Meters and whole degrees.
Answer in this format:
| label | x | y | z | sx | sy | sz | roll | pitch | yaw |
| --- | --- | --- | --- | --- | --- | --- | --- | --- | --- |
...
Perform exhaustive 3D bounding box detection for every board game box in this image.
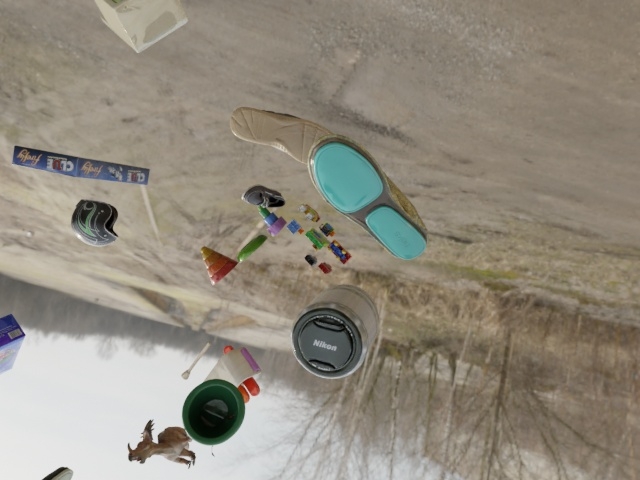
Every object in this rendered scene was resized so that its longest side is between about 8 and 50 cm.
| label | x | y | z | sx | sy | sz | roll | pitch | yaw |
| --- | --- | --- | --- | --- | --- | --- | --- | --- | --- |
| board game box | -0.981 | 0.345 | 1.432 | 0.347 | 0.078 | 0.233 | -28 | 166 | -49 |
| board game box | -0.524 | -0.164 | 1.221 | 0.165 | 0.042 | 0.243 | 11 | -175 | 17 |

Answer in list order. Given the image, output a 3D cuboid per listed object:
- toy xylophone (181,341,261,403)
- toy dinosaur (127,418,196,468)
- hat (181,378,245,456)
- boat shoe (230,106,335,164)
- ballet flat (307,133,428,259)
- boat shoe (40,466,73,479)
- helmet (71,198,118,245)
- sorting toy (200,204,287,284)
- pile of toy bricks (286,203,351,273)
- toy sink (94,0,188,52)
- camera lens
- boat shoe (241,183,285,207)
| label | x | y | z | sx | sy | sz | roll | pitch | yaw |
| --- | --- | --- | --- | --- | --- | --- | --- | --- | --- |
| toy xylophone | -0.345 | 0.481 | 1.851 | 0.323 | 0.236 | 0.081 | -45 | 153 | 23 |
| toy dinosaur | -0.508 | 0.671 | 1.833 | 0.200 | 0.127 | 0.296 | 15 | 167 | 4 |
| hat | -0.305 | 0.507 | 1.605 | 0.173 | 0.208 | 0.183 | 47 | 172 | 11 |
| boat shoe | -0.072 | -0.256 | 1.319 | 0.285 | 0.103 | 0.092 | 16 | -158 | -2 |
| ballet flat | 0.087 | -0.091 | 1.029 | 0.123 | 0.123 | 0.348 | 0 | 147 | 45 |
| boat shoe | -0.981 | 0.859 | 1.796 | 0.113 | 0.340 | 0.127 | 38 | 164 | 25 |
| helmet | -0.822 | -0.061 | 2.002 | 0.169 | 0.162 | 0.169 | 10 | 177 | 1 |
| sorting toy | -0.279 | 0.003 | 1.836 | 0.365 | 0.127 | 0.126 | -38 | 99 | 26 |
| pile of toy bricks | 0.000 | 0.000 | 1.587 | 0.212 | 0.118 | 0.105 | 47 | -165 | 14 |
| toy sink | -0.461 | -0.592 | 1.336 | 0.234 | 0.153 | 0.131 | 44 | 165 | 34 |
| camera lens | 0.049 | 0.255 | 1.588 | 0.219 | 0.219 | 0.274 | 10 | -167 | 14 |
| boat shoe | -0.201 | -0.154 | 1.993 | 0.065 | 0.075 | 0.206 | 41 | -160 | 25 |
